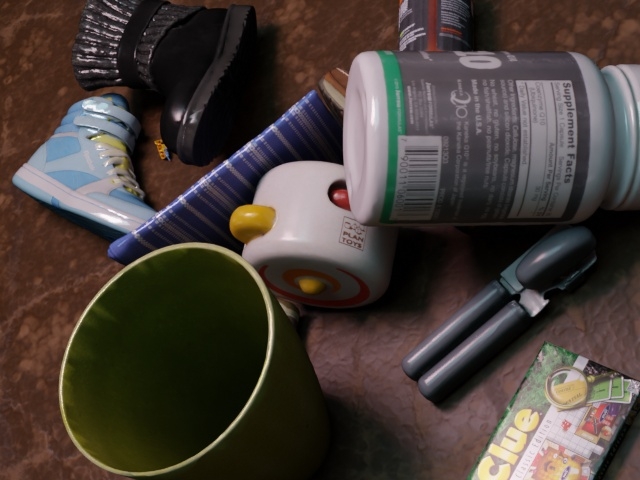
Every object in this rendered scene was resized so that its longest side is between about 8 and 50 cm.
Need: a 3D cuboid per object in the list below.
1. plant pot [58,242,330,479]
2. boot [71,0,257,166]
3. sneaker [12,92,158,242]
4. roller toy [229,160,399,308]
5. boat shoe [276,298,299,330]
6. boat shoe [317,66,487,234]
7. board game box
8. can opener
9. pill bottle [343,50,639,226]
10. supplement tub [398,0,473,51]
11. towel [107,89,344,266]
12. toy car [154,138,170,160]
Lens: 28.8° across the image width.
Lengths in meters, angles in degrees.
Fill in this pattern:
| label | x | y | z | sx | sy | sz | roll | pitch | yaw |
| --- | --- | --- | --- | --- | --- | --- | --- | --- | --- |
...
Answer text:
| label | x | y | z | sx | sy | sz | roll | pitch | yaw |
| --- | --- | --- | --- | --- | --- | --- | --- | --- | --- |
| plant pot | -0.109 | 0.189 | 1.476 | 0.275 | 0.293 | 0.275 | -13 | 58 | 22 |
| boot | -0.250 | -0.242 | 1.833 | 0.260 | 0.131 | 0.348 | 7 | 40 | 6 |
| sneaker | -0.311 | -0.115 | 1.873 | 0.319 | 0.127 | 0.208 | 24 | 78 | 36 |
| roller toy | 0.000 | 0.000 | 1.587 | 0.191 | 0.209 | 0.146 | 2 | 65 | 19 |
| boat shoe | -0.135 | 0.133 | 1.660 | 0.223 | 0.080 | 0.073 | -12 | 53 | 17 |
| boat shoe | 0.134 | -0.137 | 1.654 | 0.120 | 0.122 | 0.324 | -44 | 60 | -8 |
| board game box | 0.251 | 0.251 | 1.411 | 0.136 | 0.030 | 0.260 | 22 | 75 | 38 |
| can opener | 0.212 | 0.077 | 1.500 | 0.280 | 0.093 | 0.074 | -43 | 52 | 6 |
| pill bottle | 0.217 | -0.118 | 1.452 | 0.361 | 0.204 | 0.204 | -1 | 57 | -8 |
| supplement tub | 0.161 | -0.296 | 1.729 | 0.106 | 0.106 | 0.198 | -10 | 59 | 24 |
| towel | -0.111 | -0.057 | 1.658 | 0.336 | 0.243 | 0.040 | -38 | 71 | 3 |
| toy car | -0.191 | -0.147 | 1.893 | 0.122 | 0.060 | 0.040 | -8 | 103 | 44 |
